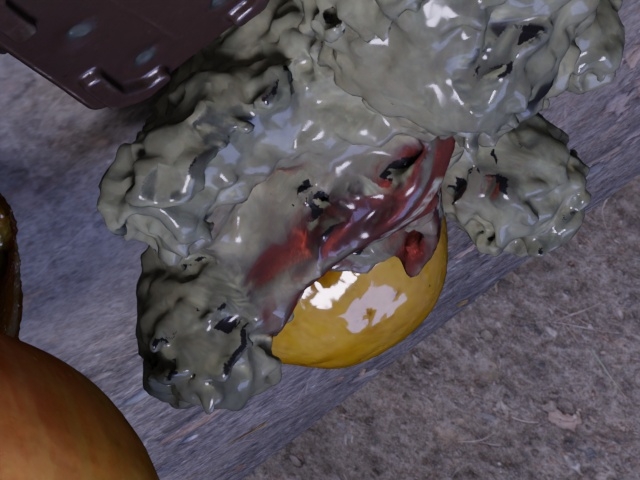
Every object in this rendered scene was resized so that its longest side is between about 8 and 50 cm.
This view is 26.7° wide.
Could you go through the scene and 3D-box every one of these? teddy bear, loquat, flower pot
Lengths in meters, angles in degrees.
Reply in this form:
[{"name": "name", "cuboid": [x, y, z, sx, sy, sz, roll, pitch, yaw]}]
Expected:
[{"name": "teddy bear", "cuboid": [0.044, -0.078, 0.786, 0.357, 0.224, 0.367, -23, 171, -23]}, {"name": "loquat", "cuboid": [0.000, 0.000, 1.064, 0.208, 0.208, 0.208, -33, 166, -9]}, {"name": "flower pot", "cuboid": [-0.097, -0.137, 0.594, 0.179, 0.084, 0.251, -36, 167, 4]}]

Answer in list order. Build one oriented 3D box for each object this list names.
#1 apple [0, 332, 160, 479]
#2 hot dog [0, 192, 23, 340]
[{"name": "apple", "cuboid": [-0.190, 0.179, 0.673, 0.242, 0.241, 0.242, -13, 146, -9]}, {"name": "hot dog", "cuboid": [-0.221, 0.037, 0.796, 0.213, 0.103, 0.146, 128, -17, -64]}]
